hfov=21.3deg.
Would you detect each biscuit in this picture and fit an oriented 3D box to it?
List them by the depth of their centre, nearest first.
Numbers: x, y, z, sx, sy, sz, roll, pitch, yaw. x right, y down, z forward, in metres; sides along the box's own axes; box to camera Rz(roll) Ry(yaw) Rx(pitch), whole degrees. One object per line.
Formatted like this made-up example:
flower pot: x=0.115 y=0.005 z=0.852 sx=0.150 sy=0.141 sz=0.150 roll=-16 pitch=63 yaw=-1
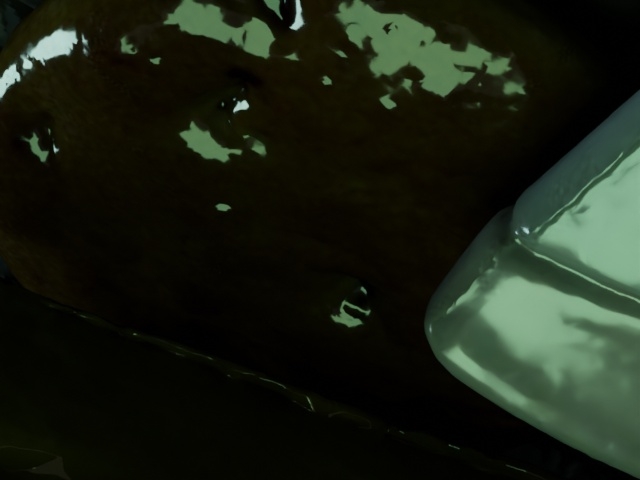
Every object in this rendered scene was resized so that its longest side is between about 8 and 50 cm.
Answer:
biscuit: x=0.000 y=0.000 z=0.468 sx=0.212 sy=0.036 sz=0.212 roll=10 pitch=142 yaw=8

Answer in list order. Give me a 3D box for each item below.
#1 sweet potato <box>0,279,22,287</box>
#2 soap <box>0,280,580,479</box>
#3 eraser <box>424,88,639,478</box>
sweet potato: x=-0.113 y=0.078 z=0.590 sx=0.058 sy=0.055 sz=0.202 roll=-14 pitch=145 yaw=-23
soap: x=-0.032 y=0.185 z=0.429 sx=0.338 sy=0.304 sz=0.169 roll=20 pitch=140 yaw=-11
eraser: x=0.176 y=0.011 z=0.392 sx=0.243 sy=0.059 sz=0.204 roll=31 pitch=126 yaw=-24
